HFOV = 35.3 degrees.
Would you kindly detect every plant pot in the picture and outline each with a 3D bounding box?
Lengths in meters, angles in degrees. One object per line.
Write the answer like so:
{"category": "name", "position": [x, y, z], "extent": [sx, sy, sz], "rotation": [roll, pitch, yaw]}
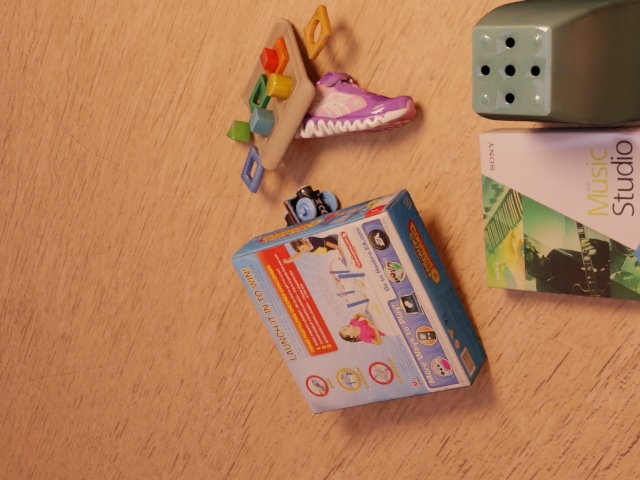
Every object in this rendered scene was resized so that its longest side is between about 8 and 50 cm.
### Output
{"category": "plant pot", "position": [0.293, -0.225, 1.278], "extent": [0.166, 0.234, 0.165], "rotation": [8, 107, 37]}

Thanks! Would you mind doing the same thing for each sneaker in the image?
{"category": "sneaker", "position": [0.041, -0.216, 1.579], "extent": [0.236, 0.095, 0.104], "rotation": [-1, 93, 40]}

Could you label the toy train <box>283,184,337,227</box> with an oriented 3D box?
{"category": "toy train", "position": [0.000, 0.000, 1.674], "extent": [0.105, 0.080, 0.184], "rotation": [-40, 77, 44]}

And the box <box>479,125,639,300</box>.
{"category": "box", "position": [0.374, -0.039, 1.378], "extent": [0.322, 0.058, 0.232], "rotation": [4, 104, 39]}

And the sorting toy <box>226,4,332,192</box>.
{"category": "sorting toy", "position": [-0.082, -0.242, 1.638], "extent": [0.347, 0.047, 0.196], "rotation": [-60, 35, 36]}

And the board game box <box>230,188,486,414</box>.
{"category": "board game box", "position": [0.058, 0.105, 1.578], "extent": [0.302, 0.086, 0.308], "rotation": [-16, 108, 34]}
